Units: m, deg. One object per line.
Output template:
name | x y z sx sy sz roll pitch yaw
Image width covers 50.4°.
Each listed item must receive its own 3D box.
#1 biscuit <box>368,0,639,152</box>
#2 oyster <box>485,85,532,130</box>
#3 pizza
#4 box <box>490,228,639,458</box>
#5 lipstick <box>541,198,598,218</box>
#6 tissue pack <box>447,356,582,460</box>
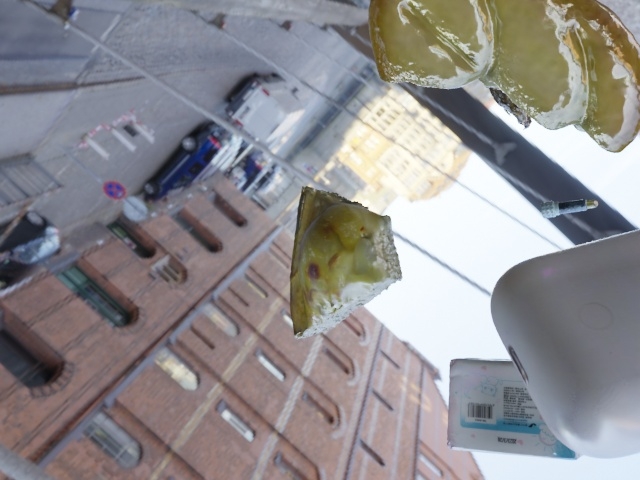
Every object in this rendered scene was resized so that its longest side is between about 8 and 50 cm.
biscuit | 0.186 -0.197 0.677 0.045 0.299 0.154 -52 158 -48
oyster | 0.346 -0.359 1.421 0.079 0.345 0.128 -35 -151 25
pizza | 0.005 0.002 0.846 0.188 0.081 0.204 -34 -125 48
box | 0.420 0.118 0.887 0.349 0.288 0.141 -13 137 -7
lipstick | 0.543 -0.073 1.484 0.116 0.037 0.037 -7 -158 25
tissue pack | 0.410 0.349 1.427 0.271 0.201 0.124 -3 164 30
